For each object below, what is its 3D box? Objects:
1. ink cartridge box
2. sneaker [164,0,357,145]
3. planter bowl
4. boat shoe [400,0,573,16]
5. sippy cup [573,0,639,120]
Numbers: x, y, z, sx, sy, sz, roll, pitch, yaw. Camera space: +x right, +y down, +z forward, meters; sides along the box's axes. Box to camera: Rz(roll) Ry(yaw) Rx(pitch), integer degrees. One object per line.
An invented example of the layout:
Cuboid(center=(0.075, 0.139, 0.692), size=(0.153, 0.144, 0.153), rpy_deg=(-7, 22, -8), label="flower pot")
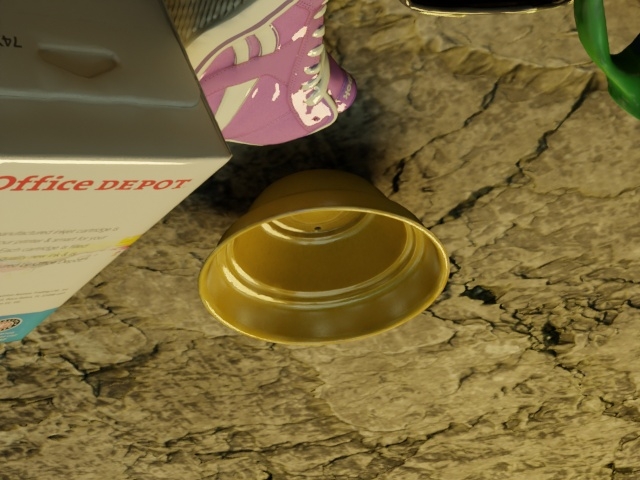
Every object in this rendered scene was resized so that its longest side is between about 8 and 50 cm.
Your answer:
Cuboid(center=(-0.239, -0.067, 0.837), size=(0.270, 0.197, 0.198), rpy_deg=(-36, 160, 36), label="ink cartridge box")
Cuboid(center=(-0.020, -0.156, 0.890), size=(0.161, 0.102, 0.282), rpy_deg=(13, 152, -30), label="sneaker")
Cuboid(center=(0.000, 0.000, 1.111), size=(0.217, 0.090, 0.217), rpy_deg=(-4, 146, -3), label="planter bowl")
Cuboid(center=(0.158, -0.192, 0.877), size=(0.228, 0.068, 0.081), rpy_deg=(-3, 145, -4), label="boat shoe")
Cuboid(center=(0.336, -0.151, 0.808), size=(0.305, 0.240, 0.224), rpy_deg=(3, 116, -42), label="sippy cup")
